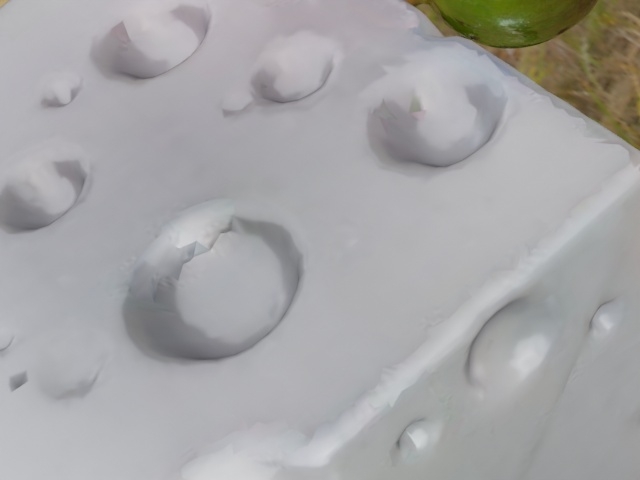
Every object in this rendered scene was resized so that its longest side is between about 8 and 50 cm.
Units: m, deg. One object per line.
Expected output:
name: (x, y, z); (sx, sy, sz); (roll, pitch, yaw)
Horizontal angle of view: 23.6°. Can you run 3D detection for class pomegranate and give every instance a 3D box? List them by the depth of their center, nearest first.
pomegranate: (0.104, -0.201, 1.031); (0.205, 0.159, 0.159); (-21, 67, -2)

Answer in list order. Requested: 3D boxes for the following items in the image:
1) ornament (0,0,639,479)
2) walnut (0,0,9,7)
ornament: (-0.031, 0.067, 0.527); (0.239, 0.240, 0.240); (-40, 48, -10)
walnut: (-0.212, -0.169, 1.058); (0.091, 0.052, 0.121); (-46, 33, -7)
